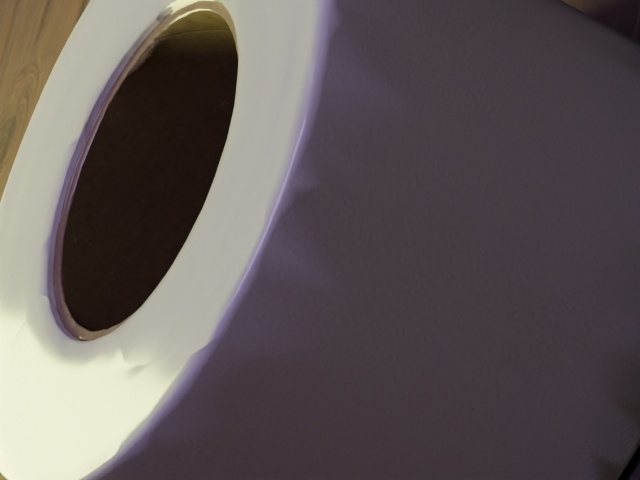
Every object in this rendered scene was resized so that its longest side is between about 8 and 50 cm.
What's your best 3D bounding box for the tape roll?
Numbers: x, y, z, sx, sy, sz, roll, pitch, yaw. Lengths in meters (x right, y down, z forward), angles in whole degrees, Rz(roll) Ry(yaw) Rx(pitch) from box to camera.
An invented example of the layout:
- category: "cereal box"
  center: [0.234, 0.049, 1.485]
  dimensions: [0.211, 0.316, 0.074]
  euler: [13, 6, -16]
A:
- category: "tape roll"
  center: [0.000, 0.000, 0.689]
  dimensions: [0.246, 0.169, 0.246]
  euler: [-39, 39, 42]
